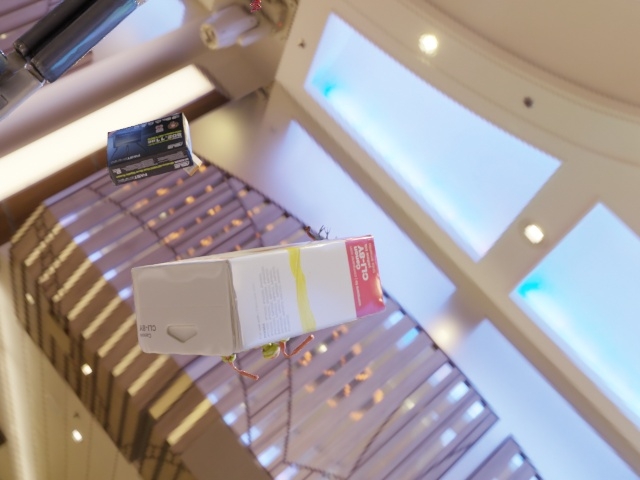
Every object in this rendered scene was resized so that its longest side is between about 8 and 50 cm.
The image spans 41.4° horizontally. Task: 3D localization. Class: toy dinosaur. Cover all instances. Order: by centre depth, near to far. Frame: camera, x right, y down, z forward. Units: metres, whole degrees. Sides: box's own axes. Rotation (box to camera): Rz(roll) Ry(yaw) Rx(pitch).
[{"bbox_3d":[0.000,0.000,1.752,0.082,0.090,0.047,7,-27,28],"label":"toy dinosaur"}]

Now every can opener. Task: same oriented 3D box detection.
[{"bbox_3d":[-0.349,-0.239,1.051,0.074,0.280,0.093,43,-14,18],"label":"can opener"}]

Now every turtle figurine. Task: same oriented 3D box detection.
[{"bbox_3d":[-0.147,0.184,1.823,0.217,0.087,0.269,46,-44,-17],"label":"turtle figurine"}]

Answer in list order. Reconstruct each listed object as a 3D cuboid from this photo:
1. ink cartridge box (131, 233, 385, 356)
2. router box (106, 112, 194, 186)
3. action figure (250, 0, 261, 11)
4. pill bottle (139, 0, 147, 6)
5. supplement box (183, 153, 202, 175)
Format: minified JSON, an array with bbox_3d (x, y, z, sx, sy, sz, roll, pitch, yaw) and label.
[{"bbox_3d":[-0.111,0.095,1.570,0.279,0.384,0.160,-6,-88,42],"label":"ink cartridge box"},{"bbox_3d":[-0.251,-0.135,1.245,0.092,0.122,0.038,-107,-179,-46],"label":"router box"},{"bbox_3d":[-0.132,-0.438,1.410,0.038,0.030,0.115,71,-3,-84],"label":"action figure"},{"bbox_3d":[-0.337,-0.464,1.343,0.184,0.103,0.103,39,-19,-35],"label":"pill bottle"},{"bbox_3d":[-0.353,-0.216,2.165,0.098,0.036,0.062,44,10,-12],"label":"supplement box"}]
